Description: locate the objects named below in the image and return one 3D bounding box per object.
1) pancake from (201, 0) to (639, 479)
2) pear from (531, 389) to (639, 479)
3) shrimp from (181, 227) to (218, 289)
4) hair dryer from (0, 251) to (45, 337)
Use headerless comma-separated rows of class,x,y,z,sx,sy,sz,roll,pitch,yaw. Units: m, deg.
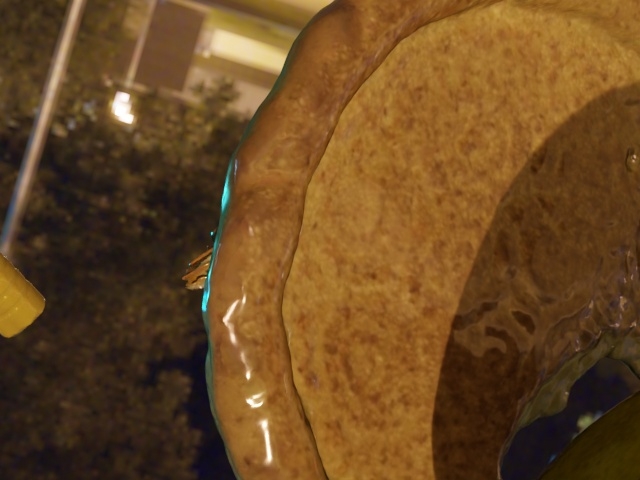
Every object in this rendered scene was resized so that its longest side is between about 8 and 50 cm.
pancake,0.075,0.016,0.610,0.288,0.286,0.033,-3,-177,-37
pear,0.171,0.131,0.492,0.212,0.212,0.269,14,167,-33
shrimp,0.000,0.000,0.917,0.190,0.042,0.101,-14,-166,20
hair dryer,-0.275,-0.042,1.000,0.090,0.135,0.278,-8,136,34
